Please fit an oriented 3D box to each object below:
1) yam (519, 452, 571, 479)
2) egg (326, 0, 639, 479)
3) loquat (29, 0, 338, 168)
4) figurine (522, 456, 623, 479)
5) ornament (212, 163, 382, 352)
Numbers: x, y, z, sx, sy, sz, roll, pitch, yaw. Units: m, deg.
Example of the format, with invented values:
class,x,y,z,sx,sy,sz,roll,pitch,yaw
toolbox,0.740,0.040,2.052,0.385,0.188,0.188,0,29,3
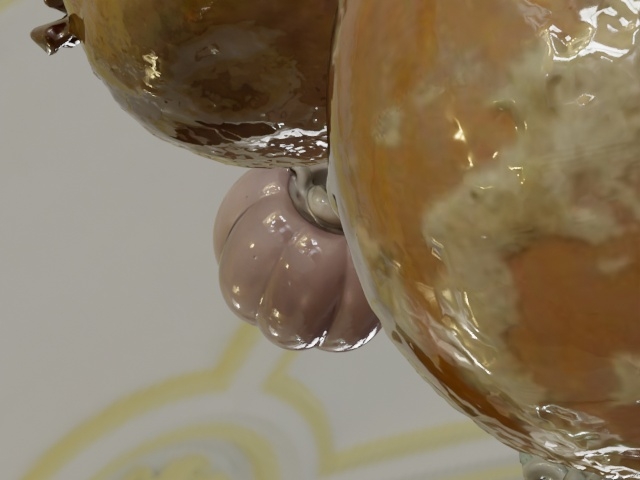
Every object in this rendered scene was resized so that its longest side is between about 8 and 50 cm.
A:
class,x,y,z,sx,sy,sz,roll,pitch,yaw
yam,0.274,0.120,1.603,0.259,0.093,0.093,-33,-40,-37
egg,0.094,-0.038,0.643,0.195,0.195,0.233,-24,-87,-25
loquat,-0.009,-0.142,0.854,0.193,0.238,0.238,30,-80,-43
figurine,0.173,0.158,1.202,0.082,0.094,0.086,-3,-17,-41
ornament,0.001,0.000,1.642,0.177,0.177,0.177,-24,-45,-26
